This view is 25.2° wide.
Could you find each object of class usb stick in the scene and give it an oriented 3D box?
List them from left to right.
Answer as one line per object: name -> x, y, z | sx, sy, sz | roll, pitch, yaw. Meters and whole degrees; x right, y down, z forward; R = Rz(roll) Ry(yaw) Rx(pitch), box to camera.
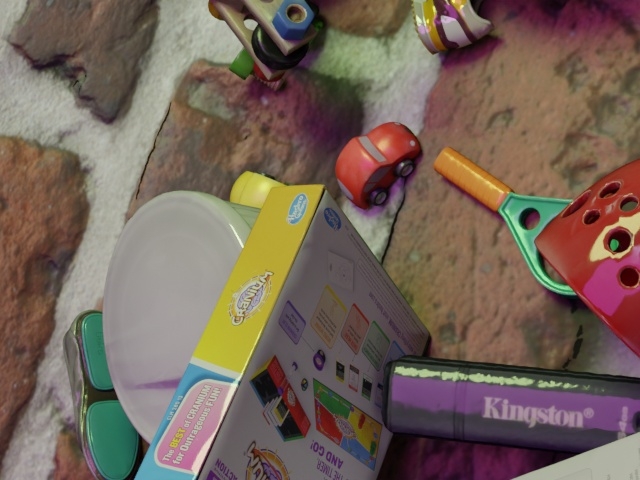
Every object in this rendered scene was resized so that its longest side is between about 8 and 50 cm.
usb stick -> 0.190, 0.153, 1.311 | 0.278, 0.045, 0.077 | 4, 81, 20

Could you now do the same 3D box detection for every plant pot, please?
plant pot -> 0.307, 0.010, 1.222 | 0.174, 0.191, 0.191 | -45, 57, 11

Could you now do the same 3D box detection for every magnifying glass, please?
magnifying glass -> 0.200, -0.025, 1.402 | 0.231, 0.026, 0.092 | 39, 99, 35

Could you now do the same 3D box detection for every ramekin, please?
ramekin -> -0.098, 0.086, 1.466 | 0.273, 0.127, 0.272 | 1, 92, 47

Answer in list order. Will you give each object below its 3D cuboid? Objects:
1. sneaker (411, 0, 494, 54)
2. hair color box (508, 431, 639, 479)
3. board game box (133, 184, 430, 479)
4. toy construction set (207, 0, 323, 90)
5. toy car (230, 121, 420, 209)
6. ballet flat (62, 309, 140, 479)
sneaker -> 0.136, -0.288, 1.499 | 0.084, 0.069, 0.185 | -14, 76, 21
hair color box -> 0.161, 0.315, 1.240 | 0.339, 0.110, 0.185 | -24, 34, 25
board game box -> -0.021, 0.145, 1.301 | 0.064, 0.242, 0.316 | 0, 52, 35
toy construction set -> -0.068, -0.321, 1.459 | 0.237, 0.309, 0.257 | 34, 91, -6
toy car -> 0.000, 0.000, 1.508 | 0.239, 0.053, 0.224 | -17, 68, 29
ballet flat -> -0.250, 0.184, 1.625 | 0.068, 0.072, 0.213 | -41, 53, 50
